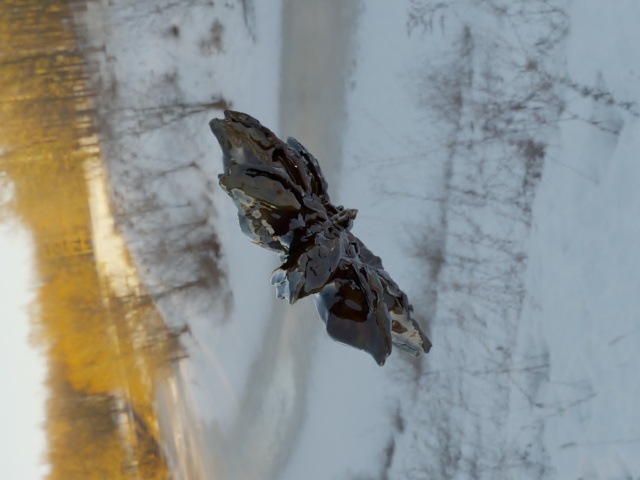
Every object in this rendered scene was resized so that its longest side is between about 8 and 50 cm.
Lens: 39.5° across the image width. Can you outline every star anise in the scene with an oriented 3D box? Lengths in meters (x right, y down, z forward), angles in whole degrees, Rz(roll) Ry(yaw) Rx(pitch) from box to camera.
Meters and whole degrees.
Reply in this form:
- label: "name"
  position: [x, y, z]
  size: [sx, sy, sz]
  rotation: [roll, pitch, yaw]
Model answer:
- label: "star anise"
  position: [0.000, 0.000, 0.789]
  size: [0.288, 0.088, 0.288]
  rotation: [50, -170, -12]
